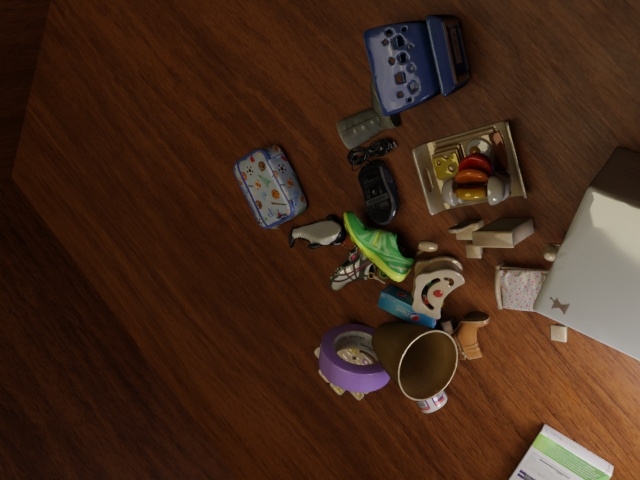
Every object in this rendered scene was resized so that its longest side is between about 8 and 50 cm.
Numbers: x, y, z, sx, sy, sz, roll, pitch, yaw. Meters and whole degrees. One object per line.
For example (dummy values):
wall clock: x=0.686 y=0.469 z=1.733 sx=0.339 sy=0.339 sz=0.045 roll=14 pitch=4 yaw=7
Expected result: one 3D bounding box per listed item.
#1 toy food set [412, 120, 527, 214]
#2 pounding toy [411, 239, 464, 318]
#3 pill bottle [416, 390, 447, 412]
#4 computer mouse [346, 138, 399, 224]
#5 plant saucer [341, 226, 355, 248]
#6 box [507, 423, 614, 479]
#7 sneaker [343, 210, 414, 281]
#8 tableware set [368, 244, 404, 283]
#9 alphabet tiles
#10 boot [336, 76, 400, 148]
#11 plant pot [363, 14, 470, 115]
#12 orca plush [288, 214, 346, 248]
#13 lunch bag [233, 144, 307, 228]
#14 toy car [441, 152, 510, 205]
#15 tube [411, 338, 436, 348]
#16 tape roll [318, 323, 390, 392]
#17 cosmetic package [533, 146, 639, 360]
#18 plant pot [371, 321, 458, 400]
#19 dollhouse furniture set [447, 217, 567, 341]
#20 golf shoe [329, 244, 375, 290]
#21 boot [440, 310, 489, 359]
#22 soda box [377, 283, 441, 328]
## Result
toy food set: x=0.430 y=-0.202 z=1.572 sx=0.306 sy=0.092 sz=0.220 roll=-10 pitch=104 yaw=39
pounding toy: x=0.384 y=0.110 z=1.771 sx=0.154 sy=0.155 sz=0.270 roll=4 pitch=126 yaw=5
pill bottle: x=0.366 y=0.512 z=1.944 sx=0.108 sy=0.108 sz=0.194 roll=-28 pitch=92 yaw=42
computer mouse: x=0.200 y=-0.188 z=1.779 sx=0.188 sy=0.072 sz=0.273 roll=-14 pitch=89 yaw=43
plant saucer: x=0.102 y=-0.011 z=1.967 sx=0.083 sy=0.013 sz=0.084 roll=17 pitch=120 yaw=32
box: x=0.782 y=0.790 z=1.792 sx=0.232 sy=0.058 sz=0.322 roll=30 pitch=127 yaw=23
sneaker: x=0.191 y=0.005 z=1.798 sx=0.123 sy=0.109 sz=0.295 roll=-44 pitch=83 yaw=-2
tableware set: x=0.214 y=0.068 z=1.849 sx=0.104 sy=0.024 sz=0.154 roll=29 pitch=100 yaw=0
alphabet tiles: x=0.100 y=0.521 z=2.212 sx=0.278 sy=0.021 sz=0.284 roll=45 pitch=130 yaw=11
boot: x=0.138 y=-0.408 z=1.725 sx=0.208 sy=0.076 sz=0.190 roll=-10 pitch=102 yaw=47
plant pot: x=0.275 y=-0.491 z=1.472 sx=0.212 sy=0.236 sz=0.236 roll=-7 pitch=107 yaw=32
orca plush: x=0.000 y=0.000 z=1.995 sx=0.287 sy=0.151 sz=0.102 roll=-15 pitch=132 yaw=38
lunch bag: x=-0.197 y=-0.194 z=2.047 sx=0.243 sy=0.115 sz=0.304 roll=-19 pitch=97 yaw=43
toy car: x=0.413 y=-0.164 z=1.432 sx=0.159 sy=0.182 sz=0.136 roll=0 pitch=99 yaw=29
tube: x=0.347 y=0.366 z=1.930 sx=0.062 sy=0.070 sz=0.240 roll=31 pitch=149 yaw=-34
tape roll: x=0.133 y=0.425 z=1.971 sx=0.274 sy=0.274 sz=0.090 roll=24 pitch=124 yaw=27
cosmetic package: x=0.745 y=0.025 z=1.235 sx=0.327 sy=0.393 sz=0.330 roll=27 pitch=126 yaw=25
plant pot: x=0.287 y=0.374 z=1.813 sx=0.254 sy=0.237 sz=0.237 roll=22 pitch=127 yaw=61
dollhouse furniture set: x=0.529 y=0.126 z=1.557 sx=0.303 sy=0.173 sz=0.356 roll=2 pitch=105 yaw=42
golf shoe: x=0.125 y=0.113 z=1.951 sx=0.120 sy=0.105 sz=0.273 roll=41 pitch=130 yaw=6
boot: x=0.501 y=0.319 z=1.778 sx=0.197 sy=0.073 sz=0.153 roll=-22 pitch=96 yaw=54
soda box: x=0.310 y=0.235 z=1.885 sx=0.210 sy=0.067 sz=0.071 roll=26 pitch=124 yaw=26
